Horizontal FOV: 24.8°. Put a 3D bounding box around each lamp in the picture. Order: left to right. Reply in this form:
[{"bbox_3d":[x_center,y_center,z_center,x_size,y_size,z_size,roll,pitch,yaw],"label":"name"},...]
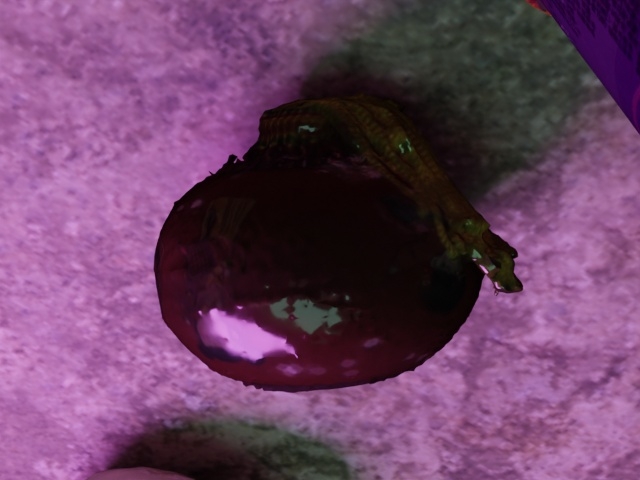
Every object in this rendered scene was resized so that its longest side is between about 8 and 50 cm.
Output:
[{"bbox_3d":[-0.002,0.000,0.690,0.157,0.156,0.134,-9,94,-24],"label":"lamp"}]

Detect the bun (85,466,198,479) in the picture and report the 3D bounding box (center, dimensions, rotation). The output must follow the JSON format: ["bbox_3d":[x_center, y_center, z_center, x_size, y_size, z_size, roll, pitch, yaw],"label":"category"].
[{"bbox_3d":[-0.083,0.209,0.907,0.183,0.102,0.183,25,129,34],"label":"bun"}]

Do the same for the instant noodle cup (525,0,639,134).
[{"bbox_3d":[0.181,-0.110,0.472,0.251,0.190,0.251,-8,136,-7],"label":"instant noodle cup"}]
